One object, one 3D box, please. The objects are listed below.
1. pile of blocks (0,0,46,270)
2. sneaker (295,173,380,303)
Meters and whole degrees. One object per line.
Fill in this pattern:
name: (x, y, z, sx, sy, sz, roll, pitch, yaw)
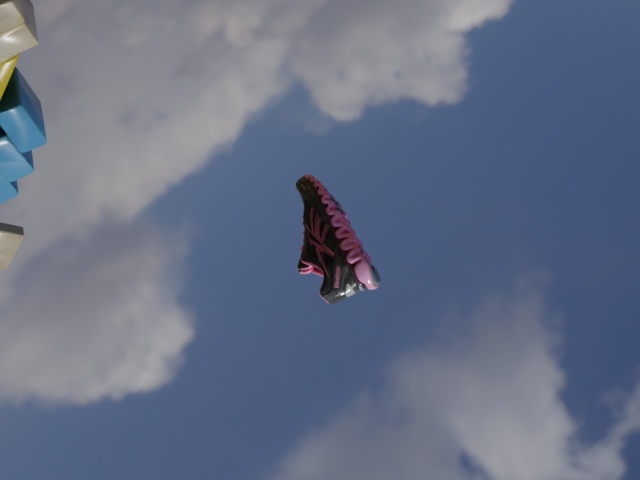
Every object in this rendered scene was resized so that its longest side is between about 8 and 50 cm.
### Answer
pile of blocks: (-0.280, -0.065, 1.052, 0.362, 0.149, 0.113, -51, -141, 33)
sneaker: (0.000, 0.000, 1.182, 0.057, 0.047, 0.119, -33, -121, 9)
